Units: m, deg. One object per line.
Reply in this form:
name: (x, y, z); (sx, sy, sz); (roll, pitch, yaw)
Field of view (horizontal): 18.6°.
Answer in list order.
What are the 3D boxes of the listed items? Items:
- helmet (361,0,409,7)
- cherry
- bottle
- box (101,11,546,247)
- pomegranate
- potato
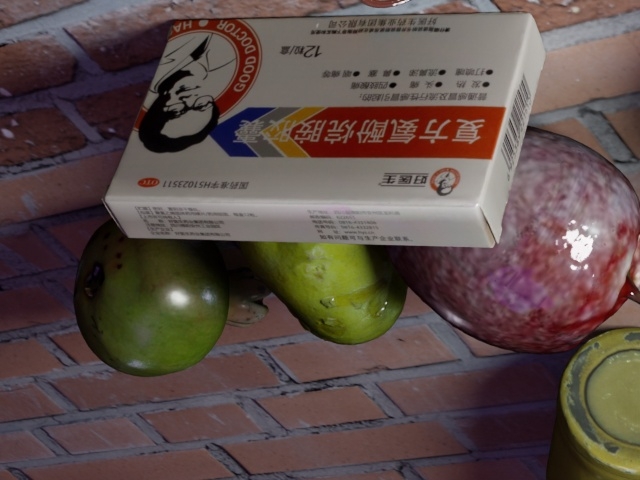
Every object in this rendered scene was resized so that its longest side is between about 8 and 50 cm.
helmet: (0.060, -0.250, 1.613); (0.089, 0.057, 0.111); (-11, 146, -21)
cherry: (0.170, -0.009, 1.763); (0.300, 0.203, 0.230); (32, -171, 13)
bottle: (0.328, 0.251, 2.094); (0.171, 0.171, 0.351); (12, 148, 10)
box: (0.003, -0.099, 1.712); (0.353, 0.214, 0.069); (1, 144, 25)
pomegranate: (-0.157, 0.066, 2.053); (0.210, 0.179, 0.179); (28, 145, -15)
potato: (0.000, 0.000, 1.881); (0.148, 0.186, 0.253); (-24, 127, 10)
